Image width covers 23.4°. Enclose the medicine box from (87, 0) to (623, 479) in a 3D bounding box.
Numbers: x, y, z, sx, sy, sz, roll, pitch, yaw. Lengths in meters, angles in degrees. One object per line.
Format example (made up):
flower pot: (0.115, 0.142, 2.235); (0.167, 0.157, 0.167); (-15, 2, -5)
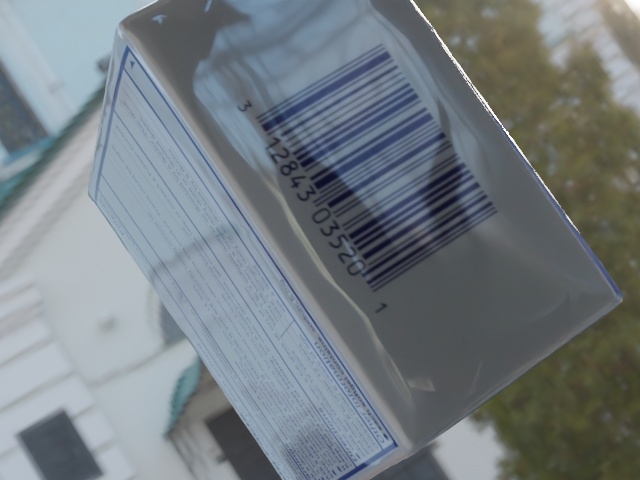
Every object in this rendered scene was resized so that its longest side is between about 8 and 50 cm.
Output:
medicine box: (0.000, 0.000, 0.908); (0.149, 0.263, 0.289); (-32, -8, -18)
